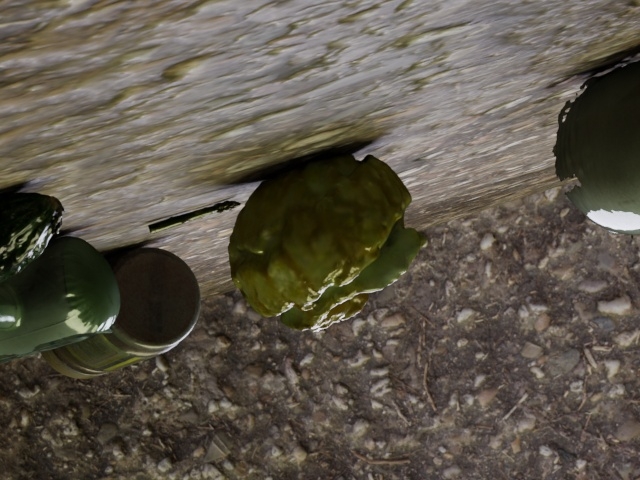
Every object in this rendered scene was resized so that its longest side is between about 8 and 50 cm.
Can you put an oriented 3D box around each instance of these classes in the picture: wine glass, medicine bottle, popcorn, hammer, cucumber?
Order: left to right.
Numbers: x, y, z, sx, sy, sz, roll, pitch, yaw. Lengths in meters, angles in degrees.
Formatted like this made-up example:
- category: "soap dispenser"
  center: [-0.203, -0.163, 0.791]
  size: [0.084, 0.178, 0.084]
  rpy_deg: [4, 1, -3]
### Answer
- category: "cucumber"
  center: [-0.315, 0.018, 1.166]
  size: [0.077, 0.077, 0.265]
  rpy_deg: [-12, 174, -45]
- category: "hammer"
  center: [-0.371, 0.062, 1.398]
  size: [0.207, 0.118, 0.335]
  rpy_deg: [-18, 169, 22]
- category: "medicine bottle"
  center: [-0.294, 0.107, 1.913]
  size: [0.151, 0.151, 0.322]
  rpy_deg: [-14, 176, -30]
- category: "popcorn"
  center: [0.000, 0.000, 1.483]
  size: [0.221, 0.183, 0.204]
  rpy_deg: [-36, 177, 38]
- category: "wine glass"
  center: [0.376, -0.114, 1.338]
  size: [0.191, 0.190, 0.357]
  rpy_deg: [-15, 177, -16]

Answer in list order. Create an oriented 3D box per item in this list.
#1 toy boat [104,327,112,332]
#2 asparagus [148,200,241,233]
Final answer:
- category: "toy boat"
  center: [-0.395, 0.123, 1.781]
  size: [0.291, 0.067, 0.220]
  rpy_deg: [2, 168, 37]
- category: "asparagus"
  center: [-0.150, -0.029, 1.593]
  size: [0.114, 0.015, 0.014]
  rpy_deg: [-18, 142, -2]
